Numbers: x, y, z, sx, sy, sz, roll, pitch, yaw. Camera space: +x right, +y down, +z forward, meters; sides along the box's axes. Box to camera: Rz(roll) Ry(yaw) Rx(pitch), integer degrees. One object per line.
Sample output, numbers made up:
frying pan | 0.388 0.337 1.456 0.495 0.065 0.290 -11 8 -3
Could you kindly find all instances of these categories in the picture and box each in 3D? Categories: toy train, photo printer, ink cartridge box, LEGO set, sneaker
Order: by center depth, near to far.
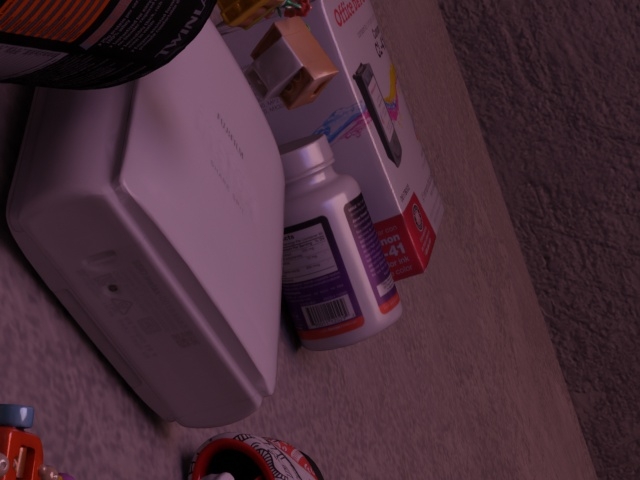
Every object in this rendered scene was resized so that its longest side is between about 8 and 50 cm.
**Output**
toy train | -0.166 0.167 0.734 0.125 0.046 0.166 44 50 -78
LEGO set | -0.088 -0.192 0.981 0.107 0.287 0.132 -7 119 -67
sneaker | -0.012 0.262 1.068 0.270 0.090 0.145 61 11 27
photo printer | -0.115 -0.052 1.078 0.307 0.107 0.256 -89 156 -46
ink cartridge box | 0.018 -0.118 1.537 0.226 0.131 0.306 -61 133 -68

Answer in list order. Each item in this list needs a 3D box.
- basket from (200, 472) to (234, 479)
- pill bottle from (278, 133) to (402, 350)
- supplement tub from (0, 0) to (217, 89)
basket | -0.098 0.232 0.860 0.167 0.103 0.113 -60 131 -69
pill bottle | 0.000 0.000 1.398 0.108 0.108 0.193 -52 124 -70
supplement tub | -0.194 -0.190 0.777 0.338 0.207 0.207 -7 81 -72
